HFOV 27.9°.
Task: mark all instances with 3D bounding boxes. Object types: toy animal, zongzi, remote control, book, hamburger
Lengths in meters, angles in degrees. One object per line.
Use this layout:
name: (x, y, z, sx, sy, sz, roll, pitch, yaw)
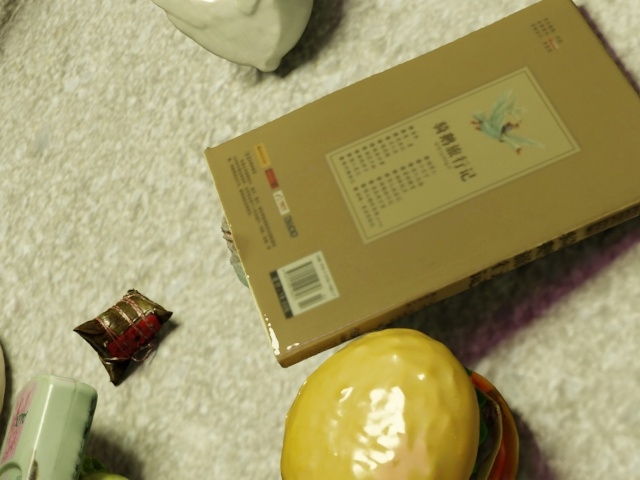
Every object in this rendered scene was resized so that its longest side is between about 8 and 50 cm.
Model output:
toy animal: (-0.059, -0.297, 1.189, 0.140, 0.138, 0.282, -16, 54, 37)
zongzi: (-0.173, 0.089, 1.117, 0.083, 0.073, 0.067, -27, 34, -31)
remote control: (-0.247, 0.275, 1.007, 0.145, 0.050, 0.344, -30, 46, 62)
book: (0.082, -0.053, 0.937, 0.310, 0.021, 0.217, -23, 50, 1)
hamburger: (0.051, 0.141, 0.851, 0.162, 0.115, 0.162, -22, 51, 30)

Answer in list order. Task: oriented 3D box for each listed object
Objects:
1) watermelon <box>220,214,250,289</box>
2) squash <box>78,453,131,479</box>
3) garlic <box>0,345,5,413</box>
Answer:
watermelon: (0.006, 0.005, 0.996, 0.180, 0.094, 0.081, 9, 65, 26)
squash: (-0.146, 0.219, 0.992, 0.224, 0.094, 0.094, 26, 83, 53)
garlic: (-0.392, 0.156, 1.210, 0.217, 0.110, 0.228, -52, 44, -3)
